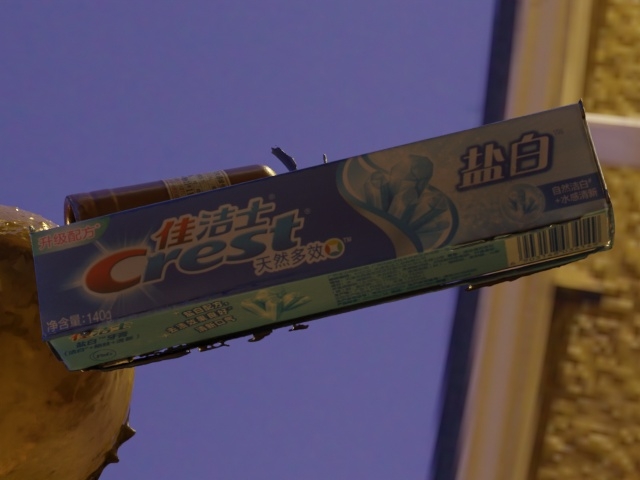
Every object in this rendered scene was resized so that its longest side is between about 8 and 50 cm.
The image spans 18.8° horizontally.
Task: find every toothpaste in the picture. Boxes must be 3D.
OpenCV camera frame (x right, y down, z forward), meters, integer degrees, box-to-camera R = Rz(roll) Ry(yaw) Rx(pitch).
[{"bbox_3d":[0.000,0.000,0.920,0.053,0.272,0.066,69,-171,-63],"label":"toothpaste"}]

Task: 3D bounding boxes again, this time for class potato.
[{"bbox_3d":[-0.248,0.072,1.283,0.242,0.285,0.242,-169,90,-79],"label":"potato"}]

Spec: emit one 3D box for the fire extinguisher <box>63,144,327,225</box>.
[{"bbox_3d":[-0.094,-0.030,1.573,0.231,0.099,0.071,-12,-43,-18],"label":"fire extinguisher"}]
